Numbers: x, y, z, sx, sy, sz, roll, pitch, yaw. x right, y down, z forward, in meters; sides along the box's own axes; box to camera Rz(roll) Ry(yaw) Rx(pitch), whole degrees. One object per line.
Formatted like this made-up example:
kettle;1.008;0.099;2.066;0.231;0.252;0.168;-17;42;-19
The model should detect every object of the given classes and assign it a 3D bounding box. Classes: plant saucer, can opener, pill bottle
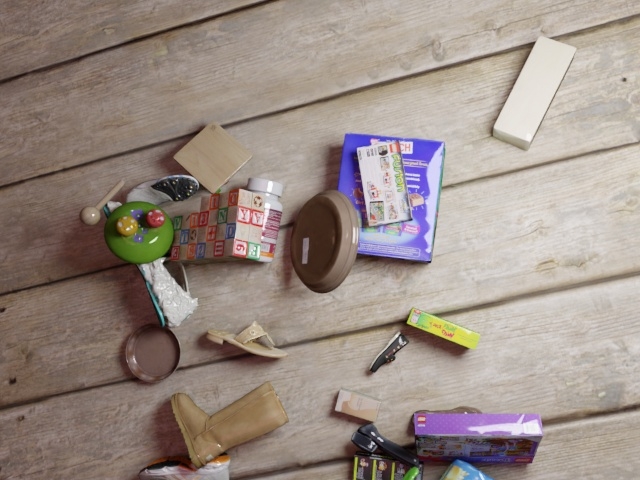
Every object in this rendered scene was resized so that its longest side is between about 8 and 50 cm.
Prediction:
plant saucer;-0.477;0.322;1.677;0.169;0.029;0.168;-1;86;10
can opener;0.174;0.543;1.525;0.186;0.059;0.073;22;64;20
pill bottle;-0.171;-0.055;1.611;0.121;0.121;0.221;11;87;10
plant saucer;0.000;0.000;1.529;0.278;0.041;0.277;-15;71;52

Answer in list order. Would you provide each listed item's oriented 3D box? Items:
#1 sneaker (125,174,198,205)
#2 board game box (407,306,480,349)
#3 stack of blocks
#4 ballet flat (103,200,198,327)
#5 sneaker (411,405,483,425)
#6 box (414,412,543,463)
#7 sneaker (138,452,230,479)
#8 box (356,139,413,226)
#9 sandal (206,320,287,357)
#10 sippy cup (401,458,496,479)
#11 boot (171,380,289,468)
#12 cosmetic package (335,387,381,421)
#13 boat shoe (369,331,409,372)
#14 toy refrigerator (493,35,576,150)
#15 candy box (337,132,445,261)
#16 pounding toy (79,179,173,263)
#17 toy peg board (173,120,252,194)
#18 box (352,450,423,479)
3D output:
sneaker;-0.450;-0.148;1.663;0.237;0.086;0.085;-11;124;21
board game box;0.320;0.229;1.522;0.181;0.092;0.043;21;89;10
stack of blocks;-0.281;-0.029;1.564;0.297;0.087;0.171;-6;76;44
ballet flat;-0.477;0.056;1.666;0.147;0.147;0.408;-29;84;6
sneaker;0.331;0.472;1.511;0.189;0.071;0.066;-7;84;9
box;0.382;0.491;1.439;0.294;0.200;0.057;-2;51;9
sneaker;-0.374;0.663;1.601;0.263;0.099;0.120;-7;89;10
box;0.164;-0.143;1.483;0.114;0.036;0.206;-9;83;10
sandal;-0.201;0.258;1.607;0.240;0.088;0.079;11;93;15
sippy cup;0.351;0.670;1.411;0.305;0.240;0.224;40;74;-33
boot;-0.251;0.465;1.599;0.270;0.089;0.236;-29;59;-6
cosmetic package;0.102;0.442;1.566;0.115;0.041;0.060;13;87;10
boat shoe;0.183;0.306;1.560;0.042;0.049;0.133;42;88;18
toy refrigerator;0.562;-0.385;1.535;0.102;0.094;0.269;26;89;17
candy box;0.183;-0.113;1.558;0.268;0.122;0.317;7;88;11
pounding toy;-0.502;-0.056;1.554;0.237;0.110;0.183;40;61;-2
toy peg board;-0.306;-0.228;1.681;0.161;0.079;0.160;42;77;9
box;0.174;0.668;1.535;0.184;0.045;0.190;4;87;12
